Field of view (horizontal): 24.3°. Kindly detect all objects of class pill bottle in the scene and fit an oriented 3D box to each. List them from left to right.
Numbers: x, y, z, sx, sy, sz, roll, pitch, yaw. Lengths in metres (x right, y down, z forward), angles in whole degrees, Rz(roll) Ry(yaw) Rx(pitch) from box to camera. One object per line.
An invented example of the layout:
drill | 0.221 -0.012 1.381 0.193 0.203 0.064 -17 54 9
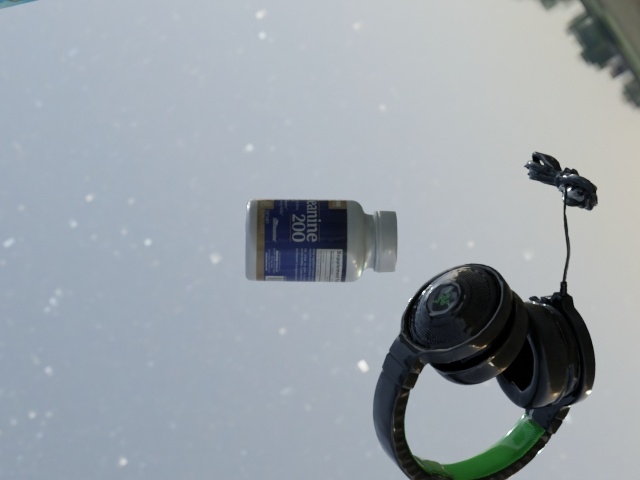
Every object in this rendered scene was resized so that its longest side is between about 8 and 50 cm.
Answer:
pill bottle | 0.000 0.000 1.186 0.067 0.120 0.067 -179 90 -88

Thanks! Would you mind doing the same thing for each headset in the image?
headset | 0.199 0.097 1.693 0.243 0.394 0.185 21 -167 -34

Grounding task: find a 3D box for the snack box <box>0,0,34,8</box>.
snack box | -0.439 -0.394 1.869 0.322 0.187 0.060 109 142 -65
